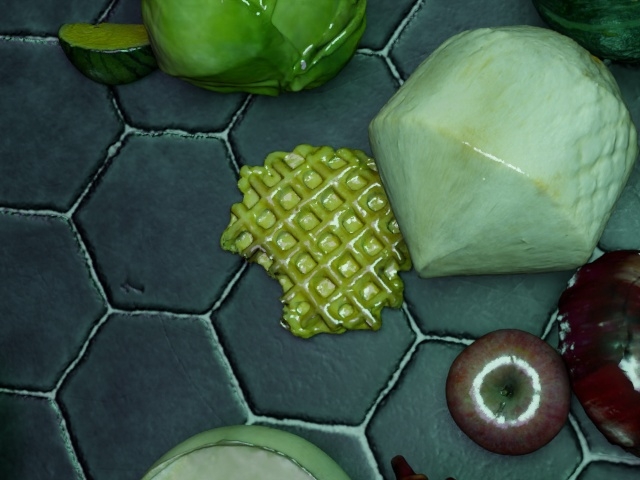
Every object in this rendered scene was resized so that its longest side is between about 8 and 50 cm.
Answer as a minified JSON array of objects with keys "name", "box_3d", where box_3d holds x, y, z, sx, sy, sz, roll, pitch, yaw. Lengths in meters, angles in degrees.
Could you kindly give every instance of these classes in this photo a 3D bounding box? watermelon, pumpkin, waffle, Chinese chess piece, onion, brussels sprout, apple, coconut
[{"name":"watermelon","box_3d":[-0.296,-0.272,1.450,0.182,0.075,0.092,8,81,14]},{"name":"pumpkin","box_3d":[0.385,-0.328,1.237,0.263,0.197,0.293,14,54,44]},{"name":"waffle","box_3d":[0.000,0.000,1.370,0.291,0.051,0.291,-2,80,11]},{"name":"Chinese chess piece","box_3d":[-0.096,0.402,1.297,0.338,0.140,0.338,-1,84,10]},{"name":"onion","box_3d":[0.377,0.138,1.207,0.252,0.219,0.252,15,58,-25]},{"name":"brussels sprout","box_3d":[-0.087,-0.302,1.321,0.294,0.259,0.227,-5,66,34]},{"name":"apple","box_3d":[0.231,0.185,1.267,0.153,0.120,0.153,-2,77,9]},{"name":"coconut","box_3d":[0.200,-0.088,1.217,0.329,0.329,0.328,-1,83,11]}]

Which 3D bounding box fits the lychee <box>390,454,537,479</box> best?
[{"name":"lychee","box_3d":[0.196,0.452,1.095,0.425,0.424,0.500,-35,72,6]}]
